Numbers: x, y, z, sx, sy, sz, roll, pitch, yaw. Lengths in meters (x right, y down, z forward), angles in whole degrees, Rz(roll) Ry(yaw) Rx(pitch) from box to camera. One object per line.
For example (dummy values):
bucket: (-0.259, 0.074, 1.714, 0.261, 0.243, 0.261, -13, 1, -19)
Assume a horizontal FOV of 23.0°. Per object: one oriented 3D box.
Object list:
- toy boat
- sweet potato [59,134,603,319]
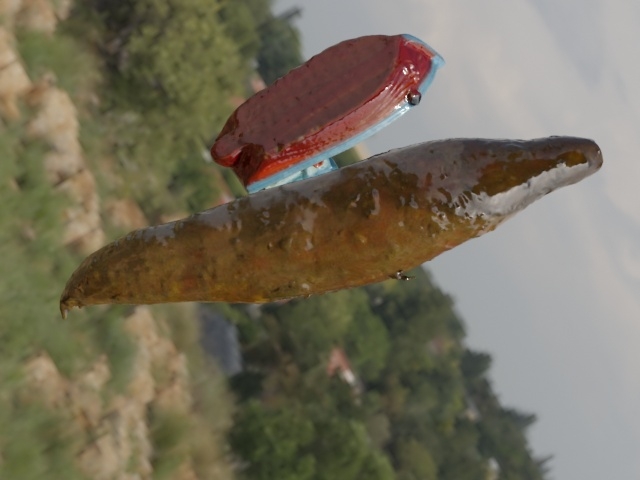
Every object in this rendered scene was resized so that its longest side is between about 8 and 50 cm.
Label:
toy boat: (0.008, -0.087, 1.068, 0.069, 0.173, 0.059, 55, -4, 34)
sweet potato: (0.000, 0.000, 0.852, 0.066, 0.314, 0.072, 49, 25, -65)
